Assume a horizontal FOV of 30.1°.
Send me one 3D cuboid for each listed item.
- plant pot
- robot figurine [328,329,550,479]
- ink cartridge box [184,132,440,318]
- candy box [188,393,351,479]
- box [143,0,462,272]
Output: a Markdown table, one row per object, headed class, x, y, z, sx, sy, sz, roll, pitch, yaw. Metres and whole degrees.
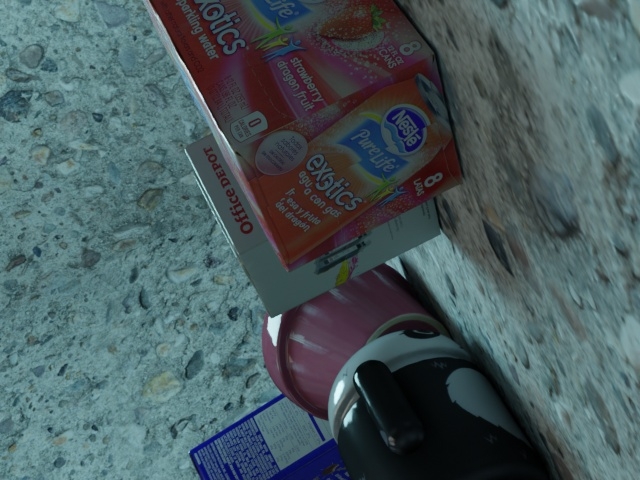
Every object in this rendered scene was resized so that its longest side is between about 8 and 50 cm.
| class | x | y | z | sx | sy | sz | roll | pitch | yaw |
| --- | --- | --- | --- | --- | --- | --- | --- | --- | --- |
| plant pot | 0.056 | 0.125 | 1.375 | 0.180 | 0.201 | 0.201 | 20 | 138 | 62 |
| robot figurine | 0.117 | 0.213 | 1.164 | 0.278 | 0.174 | 0.209 | -120 | 29 | -44 |
| ink cartridge box | -0.005 | -0.042 | 1.039 | 0.128 | 0.176 | 0.127 | 62 | 175 | 32 |
| candy box | 0.011 | 0.290 | 1.697 | 0.122 | 0.317 | 0.268 | 60 | -177 | 27 |
| box | -0.031 | -0.147 | 0.904 | 0.300 | 0.154 | 0.142 | 59 | 174 | 39 |
